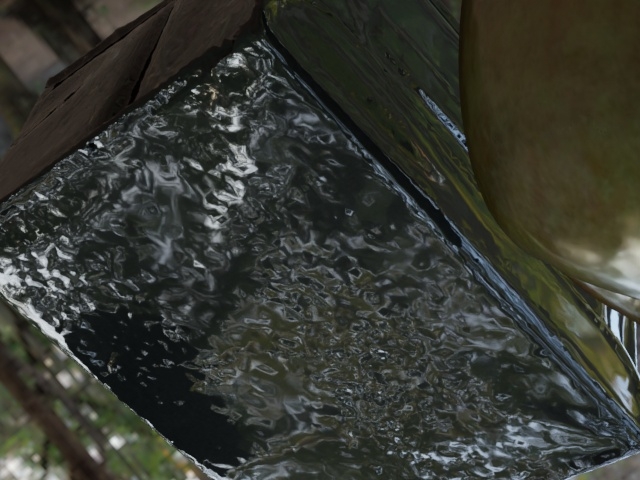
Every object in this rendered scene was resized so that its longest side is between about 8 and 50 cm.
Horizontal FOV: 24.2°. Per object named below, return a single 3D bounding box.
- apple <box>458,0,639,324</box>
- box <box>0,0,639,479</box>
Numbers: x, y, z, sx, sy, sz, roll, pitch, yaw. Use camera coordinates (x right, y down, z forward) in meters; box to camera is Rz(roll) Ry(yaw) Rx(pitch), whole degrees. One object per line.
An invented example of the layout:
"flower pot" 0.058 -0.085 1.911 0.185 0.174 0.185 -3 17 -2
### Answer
"apple" 0.179 -0.074 0.647 0.234 0.257 0.257 -63 -170 1
"box" 0.000 0.001 0.916 0.251 0.345 0.204 -31 -154 27
